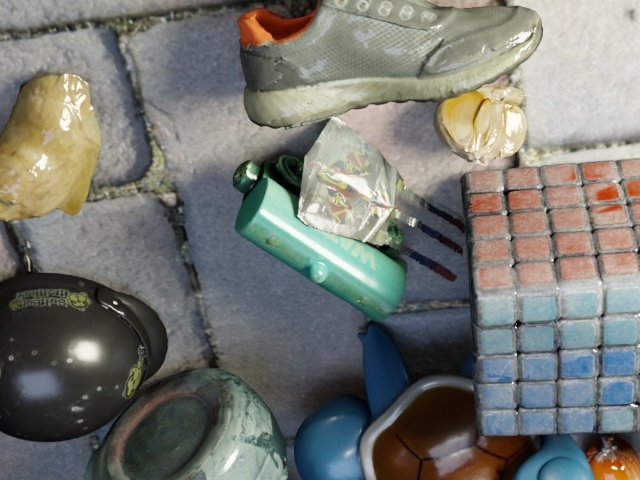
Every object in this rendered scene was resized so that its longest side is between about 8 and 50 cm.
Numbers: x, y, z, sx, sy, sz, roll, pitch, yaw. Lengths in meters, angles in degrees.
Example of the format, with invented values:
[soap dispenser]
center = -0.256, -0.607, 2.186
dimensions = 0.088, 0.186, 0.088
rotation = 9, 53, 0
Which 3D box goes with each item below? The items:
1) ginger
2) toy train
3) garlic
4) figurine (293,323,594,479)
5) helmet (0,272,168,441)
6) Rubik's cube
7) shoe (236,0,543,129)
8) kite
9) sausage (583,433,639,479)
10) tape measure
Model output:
[ginger]
center = -0.338, -0.106, 1.434
dimensions = 0.115, 0.122, 0.193
rotation = 25, 122, 12
[toy train]
center = 0.000, 0.000, 1.448
dimensions = 0.248, 0.159, 0.101
rotation = 33, 119, -17
[garlic]
center = 0.179, -0.126, 1.384
dimensions = 0.113, 0.094, 0.074
rotation = 13, 168, -10
[figurine]
center = 0.177, 0.262, 1.614
dimensions = 0.416, 0.243, 0.298
rotation = 3, 139, 30
[helmet]
center = -0.344, 0.173, 1.602
dimensions = 0.278, 0.160, 0.231
rotation = 4, 124, -5
[Rubik's cube]
center = 0.289, 0.066, 1.415
dimensions = 0.237, 0.238, 0.237
rotation = -5, 128, 9
[shoe]
center = 0.059, -0.235, 1.295
dimensions = 0.336, 0.132, 0.171
rotation = -10, 116, 17
[kite]
center = 0.079, -0.037, 1.445
dimensions = 0.245, 0.141, 0.015
rotation = 30, 158, -26
[sausage]
center = 0.418, 0.388, 1.734
dimensions = 0.093, 0.093, 0.312
rotation = -8, 125, 12
[tape measure]
center = -0.178, 0.306, 1.623
dimensions = 0.275, 0.256, 0.147
rotation = -42, 125, -10
